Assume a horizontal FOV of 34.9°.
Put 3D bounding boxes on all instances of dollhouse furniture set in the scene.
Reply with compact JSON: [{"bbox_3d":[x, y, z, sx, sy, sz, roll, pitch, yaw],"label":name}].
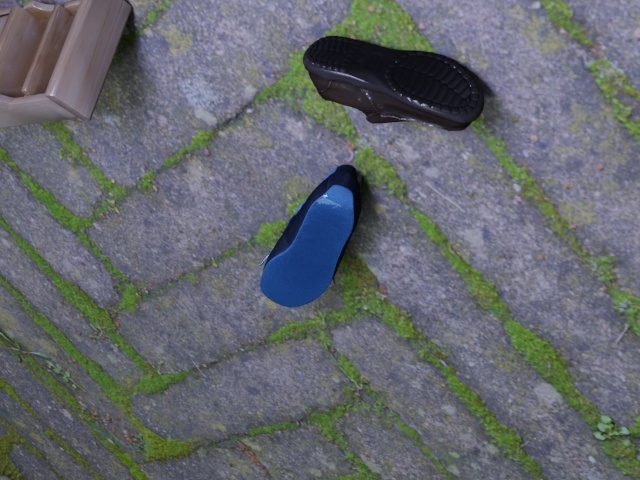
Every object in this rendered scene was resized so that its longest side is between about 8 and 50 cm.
[{"bbox_3d":[-0.477,-0.302,1.245,0.256,0.362,0.394,-1,156,39],"label":"dollhouse furniture set"}]

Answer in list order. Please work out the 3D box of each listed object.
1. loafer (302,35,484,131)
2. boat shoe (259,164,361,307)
[{"bbox_3d":[0.085,-0.171,1.161,0.220,0.080,0.078,24,149,24],"label":"loafer"},{"bbox_3d":[0.000,0.000,1.382,0.109,0.089,0.258,30,137,-11],"label":"boat shoe"}]
